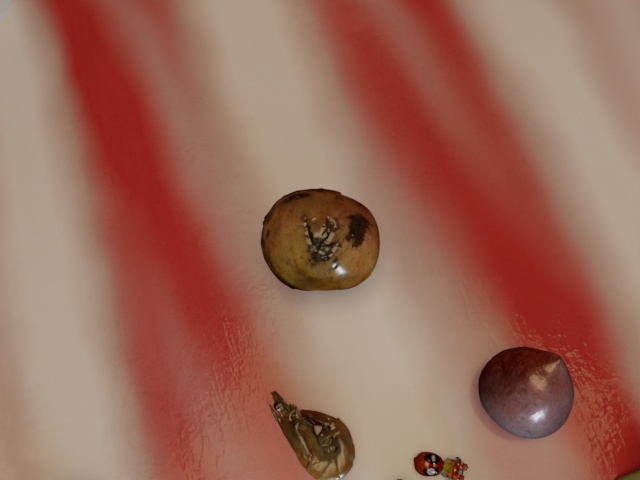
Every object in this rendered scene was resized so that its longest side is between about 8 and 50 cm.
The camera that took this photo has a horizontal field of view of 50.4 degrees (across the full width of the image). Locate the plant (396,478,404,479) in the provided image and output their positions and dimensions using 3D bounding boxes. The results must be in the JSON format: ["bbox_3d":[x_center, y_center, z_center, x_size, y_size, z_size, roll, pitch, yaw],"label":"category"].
[{"bbox_3d":[0.245,0.715,1.654,0.274,0.149,0.146,44,64,13],"label":"plant"}]

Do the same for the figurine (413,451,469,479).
[{"bbox_3d":[0.303,0.574,1.732,0.140,0.075,0.068,11,74,19],"label":"figurine"}]

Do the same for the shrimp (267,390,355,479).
[{"bbox_3d":[-0.019,0.496,1.785,0.152,0.063,0.287,-35,76,-9],"label":"shrimp"}]

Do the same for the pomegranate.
[{"bbox_3d":[0.000,0.000,1.823,0.322,0.322,0.322,-1,72,4],"label":"pomegranate"}]

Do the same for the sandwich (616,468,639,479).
[{"bbox_3d":[0.857,0.615,1.648,0.235,0.128,0.122,-1,51,6],"label":"sandwich"}]

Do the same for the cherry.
[{"bbox_3d":[0.514,0.377,1.696,0.206,0.239,0.239,-37,73,-11],"label":"cherry"}]
